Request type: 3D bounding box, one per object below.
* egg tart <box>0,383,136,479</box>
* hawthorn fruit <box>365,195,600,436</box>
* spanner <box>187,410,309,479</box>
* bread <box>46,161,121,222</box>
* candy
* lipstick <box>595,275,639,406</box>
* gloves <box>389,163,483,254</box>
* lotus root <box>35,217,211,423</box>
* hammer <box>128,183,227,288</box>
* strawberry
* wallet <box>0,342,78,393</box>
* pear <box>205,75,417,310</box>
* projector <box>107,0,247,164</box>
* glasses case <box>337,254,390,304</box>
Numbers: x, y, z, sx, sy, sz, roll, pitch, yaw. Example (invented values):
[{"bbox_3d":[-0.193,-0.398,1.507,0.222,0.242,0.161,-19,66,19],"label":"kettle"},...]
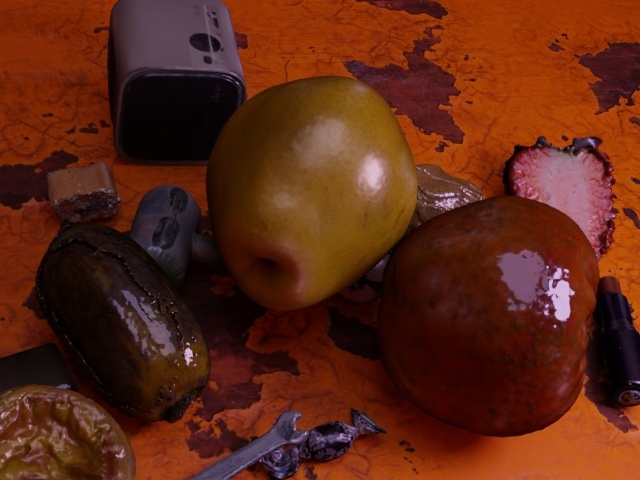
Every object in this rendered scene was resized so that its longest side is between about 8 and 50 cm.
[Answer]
[{"bbox_3d":[-0.410,0.340,1.302,0.295,0.116,0.295,10,44,-9],"label":"egg tart"},{"bbox_3d":[0.262,0.112,1.552,0.403,0.403,0.403,9,46,-9],"label":"hawthorn fruit"},{"bbox_3d":[-0.146,0.349,1.400,0.302,0.017,0.071,-27,51,-22],"label":"spanner"},{"bbox_3d":[-0.439,-0.086,1.717,0.125,0.082,0.106,-12,42,-13],"label":"bread"},{"bbox_3d":[-0.002,0.320,1.489,0.226,0.051,0.094,-10,49,-25],"label":"candy"},{"bbox_3d":[0.571,0.185,1.770,0.081,0.081,0.300,14,41,-4],"label":"lipstick"},{"bbox_3d":[0.153,-0.053,1.775,0.356,0.203,0.155,12,34,17],"label":"gloves"},{"bbox_3d":[-0.321,0.119,1.481,0.196,0.179,0.397,-43,70,1],"label":"lotus root"},{"bbox_3d":[-0.181,0.028,1.676,0.335,0.119,0.206,18,45,-10],"label":"hammer"},{"bbox_3d":[0.506,-0.065,1.974,0.233,0.138,0.306,0,71,8],"label":"strawberry"},{"bbox_3d":[-0.490,0.231,1.435,0.198,0.031,0.110,-17,55,-29],"label":"wallet"},{"bbox_3d":[-0.019,-0.090,1.547,0.362,0.362,0.418,26,53,8],"label":"pear"},{"bbox_3d":[-0.294,-0.322,1.859,0.248,0.248,0.249,0,48,-17],"label":"projector"},{"bbox_3d":[0.000,0.000,1.749,0.314,0.075,0.122,39,81,19],"label":"glasses case"}]
